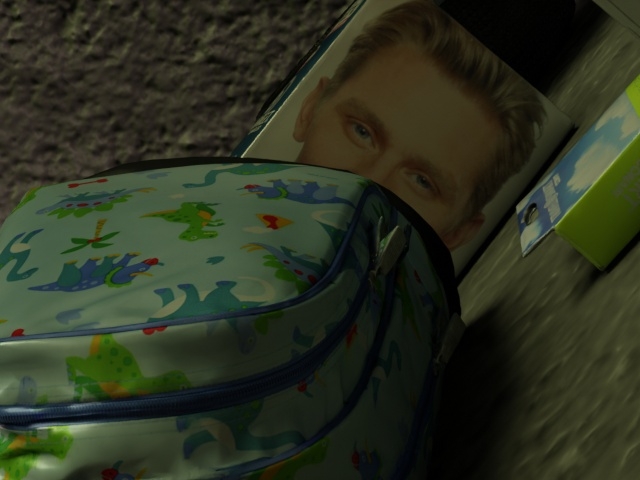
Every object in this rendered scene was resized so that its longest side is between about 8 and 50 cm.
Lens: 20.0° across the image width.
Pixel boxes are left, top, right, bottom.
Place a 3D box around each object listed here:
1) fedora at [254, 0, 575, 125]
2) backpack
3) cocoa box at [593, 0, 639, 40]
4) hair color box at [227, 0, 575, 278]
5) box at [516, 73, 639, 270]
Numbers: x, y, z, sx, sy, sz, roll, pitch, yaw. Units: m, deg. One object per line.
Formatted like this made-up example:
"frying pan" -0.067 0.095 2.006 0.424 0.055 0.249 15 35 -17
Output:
"fedora" 0.100 -0.164 1.552 0.334 0.152 0.334 -46 8 8
"backpack" -0.071 0.080 0.972 0.356 0.290 0.273 -80 -13 -52
"cocoa box" 0.247 -0.223 0.672 0.347 0.231 0.228 -47 8 27
"hair color box" 0.000 0.000 1.268 0.347 0.174 0.105 -52 7 -11
"box" 0.181 -0.058 0.988 0.178 0.042 0.109 -49 7 15
